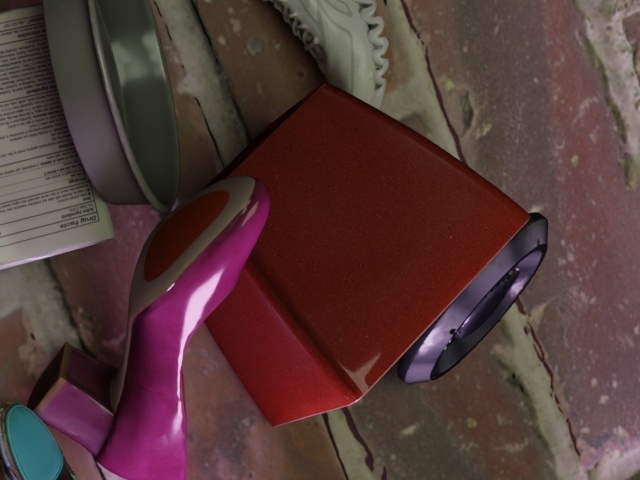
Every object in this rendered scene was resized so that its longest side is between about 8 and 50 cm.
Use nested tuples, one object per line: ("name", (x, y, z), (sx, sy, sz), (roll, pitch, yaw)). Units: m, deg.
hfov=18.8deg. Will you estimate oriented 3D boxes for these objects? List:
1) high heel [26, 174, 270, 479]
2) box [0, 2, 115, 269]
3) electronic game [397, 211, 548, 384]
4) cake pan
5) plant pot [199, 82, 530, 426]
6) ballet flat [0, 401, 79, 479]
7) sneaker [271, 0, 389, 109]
("high heel", (-0.113, 0.091, 1.837), (0.181, 0.377, 0.127), (30, 40, -19))
("box", (-0.306, -0.095, 1.828), (0.148, 0.127, 0.232), (-15, 98, -28))
("electronic game", (0.161, 0.062, 2.042), (0.048, 0.229, 0.229), (40, 68, 14))
("cake pan", (-0.197, -0.163, 1.826), (0.054, 0.293, 0.293), (-12, 97, 7))
("plant pot", (0.000, 0.000, 1.934), (0.236, 0.267, 0.267), (48, 69, -6))
("ballet flat", (-0.272, 0.238, 1.879), (0.070, 0.070, 0.188), (-39, 111, -23))
("sneaker", (-0.011, -0.258, 2.011), (0.118, 0.110, 0.292), (-16, 89, -20))
